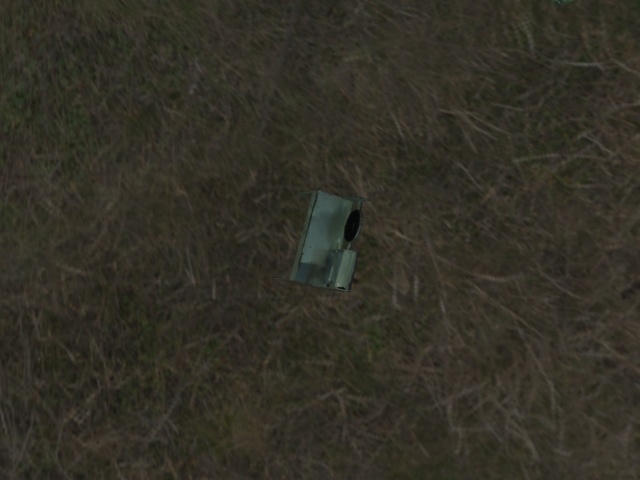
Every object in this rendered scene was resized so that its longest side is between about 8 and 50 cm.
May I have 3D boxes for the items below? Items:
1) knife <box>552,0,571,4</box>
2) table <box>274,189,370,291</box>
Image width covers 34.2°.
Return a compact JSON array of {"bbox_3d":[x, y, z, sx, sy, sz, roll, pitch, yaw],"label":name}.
[{"bbox_3d":[0.245,-0.218,0.725,0.293,0.043,0.020,-34,95,-32],"label":"knife"},{"bbox_3d":[0.000,0.000,1.624,0.062,0.175,0.146,16,84,-22],"label":"table"}]
